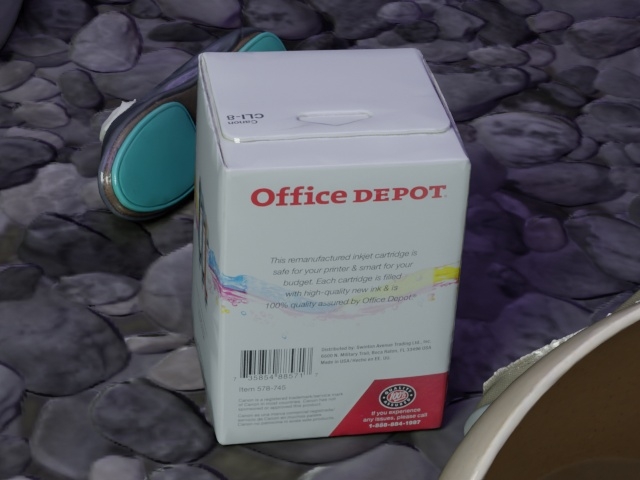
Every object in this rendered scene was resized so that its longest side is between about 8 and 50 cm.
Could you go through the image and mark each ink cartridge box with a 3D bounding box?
[{"bbox_3d":[0.000,0.000,1.014,0.128,0.176,0.127,-2,34,-10],"label":"ink cartridge box"}]

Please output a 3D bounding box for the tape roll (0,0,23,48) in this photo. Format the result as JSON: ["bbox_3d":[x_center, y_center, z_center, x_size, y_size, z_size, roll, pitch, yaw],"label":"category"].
[{"bbox_3d":[-0.299,-0.255,1.305,0.169,0.246,0.246,7,34,3],"label":"tape roll"}]

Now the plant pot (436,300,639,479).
[{"bbox_3d":[0.149,0.157,0.755,0.284,0.284,0.191,-5,-2,-14],"label":"plant pot"}]

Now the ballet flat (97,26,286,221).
[{"bbox_3d":[-0.095,-0.073,1.222,0.074,0.074,0.203,20,43,22],"label":"ballet flat"}]

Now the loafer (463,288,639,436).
[{"bbox_3d":[0.193,0.059,0.965,0.251,0.094,0.087,-20,35,12],"label":"loafer"}]
